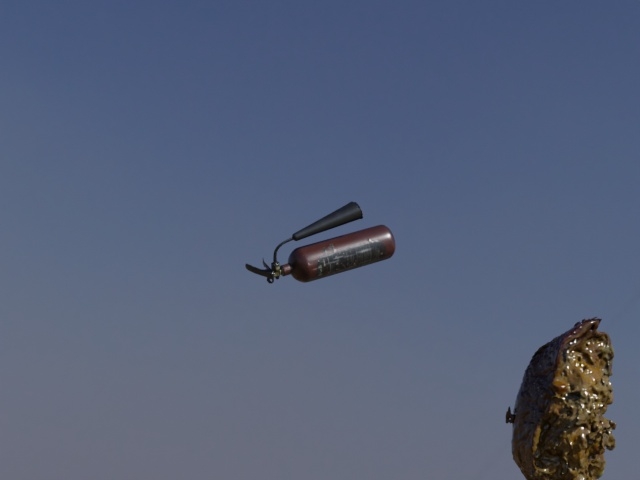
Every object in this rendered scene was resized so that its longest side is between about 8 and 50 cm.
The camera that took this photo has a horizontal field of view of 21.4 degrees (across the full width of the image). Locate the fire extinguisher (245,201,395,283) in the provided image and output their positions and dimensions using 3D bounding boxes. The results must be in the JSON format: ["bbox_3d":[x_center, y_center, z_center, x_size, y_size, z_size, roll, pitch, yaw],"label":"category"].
[{"bbox_3d":[0.003,0.003,1.133,0.100,0.032,0.046,-15,-36,-24],"label":"fire extinguisher"}]

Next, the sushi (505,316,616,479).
[{"bbox_3d":[0.146,0.104,0.995,0.061,0.118,0.060,-3,0,-24],"label":"sushi"}]
